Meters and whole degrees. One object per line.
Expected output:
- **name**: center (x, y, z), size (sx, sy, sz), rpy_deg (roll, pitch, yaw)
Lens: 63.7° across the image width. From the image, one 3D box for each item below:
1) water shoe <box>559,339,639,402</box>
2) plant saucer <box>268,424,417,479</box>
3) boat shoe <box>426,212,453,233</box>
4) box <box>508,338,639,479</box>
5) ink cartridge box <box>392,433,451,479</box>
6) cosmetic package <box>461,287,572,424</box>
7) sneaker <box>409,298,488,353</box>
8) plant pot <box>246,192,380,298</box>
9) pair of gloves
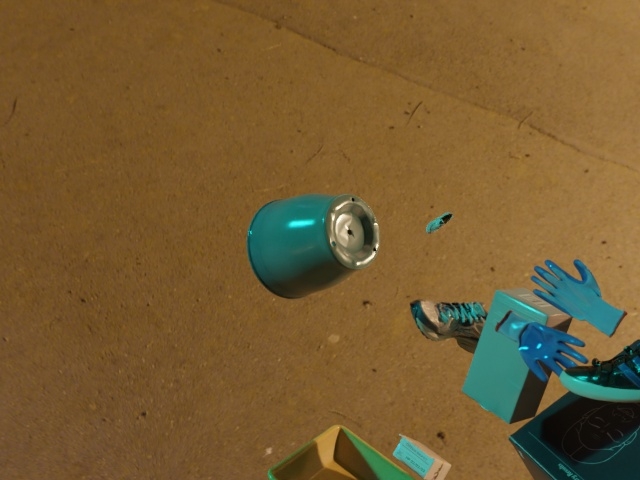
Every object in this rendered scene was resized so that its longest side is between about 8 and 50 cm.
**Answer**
- **water shoe**: center (0.376, 0.135, 0.575), size (0.073, 0.203, 0.080), rpy_deg (-3, 86, -57)
- **plant saucer**: center (0.084, 0.565, 1.098), size (0.333, 0.080, 0.333), rpy_deg (29, 13, 25)
- **boat shoe**: center (0.381, -0.056, 1.640), size (0.100, 0.035, 0.035), rpy_deg (-33, 91, -8)
- **box**: center (0.670, 0.442, 1.078), size (0.396, 0.293, 0.211), rpy_deg (-34, 104, -4)
- **ink cartridge box**: center (0.264, 0.579, 1.364), size (0.104, 0.181, 0.061), rpy_deg (27, 79, 40)
- **cosmetic package**: center (0.389, 0.227, 1.027), size (0.107, 0.237, 0.127), rpy_deg (0, 21, -36)
- **sneaker**: center (0.339, 0.183, 1.253), size (0.283, 0.122, 0.110), rpy_deg (21, 41, -31)
- **plant pot**: center (0.000, 0.000, 1.285), size (0.272, 0.255, 0.271), rpy_deg (11, 73, -39)
- **pair of gloves**: center (0.387, 0.129, 0.839), size (0.023, 0.198, 0.159), rpy_deg (8, 25, -48)
